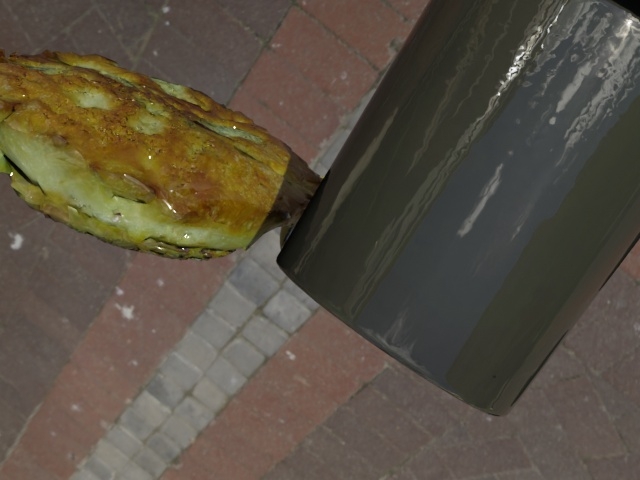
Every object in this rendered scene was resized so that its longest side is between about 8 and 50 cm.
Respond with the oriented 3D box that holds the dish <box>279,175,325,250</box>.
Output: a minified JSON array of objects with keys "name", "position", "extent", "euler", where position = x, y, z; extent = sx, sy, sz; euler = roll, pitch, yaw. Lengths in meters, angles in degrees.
[{"name":"dish","position":[0.000,0.000,1.093],"extent":[0.149,0.080,0.207],"euler":[23,114,15]}]

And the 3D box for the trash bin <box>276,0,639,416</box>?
[{"name":"trash bin","position":[0.132,-0.078,0.457],"extent":[0.214,0.214,0.333],"euler":[35,94,2]}]

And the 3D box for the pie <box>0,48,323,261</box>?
[{"name":"pie","position":[-0.164,-0.089,0.706],"extent":[0.355,0.288,0.103],"euler":[18,113,-20]}]
